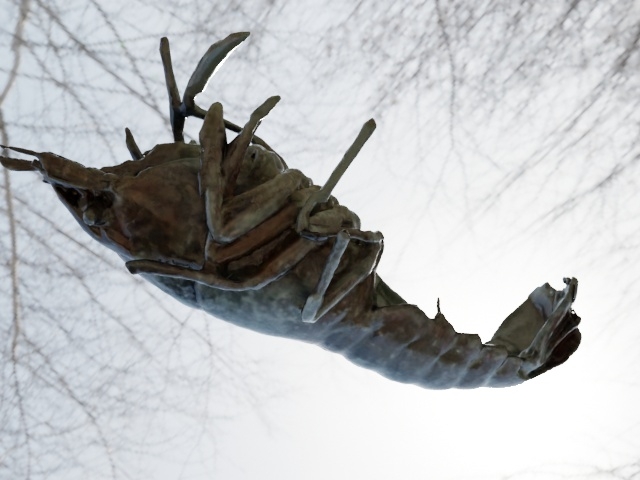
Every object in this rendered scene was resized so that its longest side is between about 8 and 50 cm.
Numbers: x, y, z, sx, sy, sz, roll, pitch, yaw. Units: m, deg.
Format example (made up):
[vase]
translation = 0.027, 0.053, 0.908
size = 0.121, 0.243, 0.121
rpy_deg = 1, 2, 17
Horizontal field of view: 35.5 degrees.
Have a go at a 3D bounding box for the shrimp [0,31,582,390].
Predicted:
[shrimp]
translation = -0.004, 0.002, 0.671
size = 0.411, 0.221, 0.166
rpy_deg = 34, -99, -15
